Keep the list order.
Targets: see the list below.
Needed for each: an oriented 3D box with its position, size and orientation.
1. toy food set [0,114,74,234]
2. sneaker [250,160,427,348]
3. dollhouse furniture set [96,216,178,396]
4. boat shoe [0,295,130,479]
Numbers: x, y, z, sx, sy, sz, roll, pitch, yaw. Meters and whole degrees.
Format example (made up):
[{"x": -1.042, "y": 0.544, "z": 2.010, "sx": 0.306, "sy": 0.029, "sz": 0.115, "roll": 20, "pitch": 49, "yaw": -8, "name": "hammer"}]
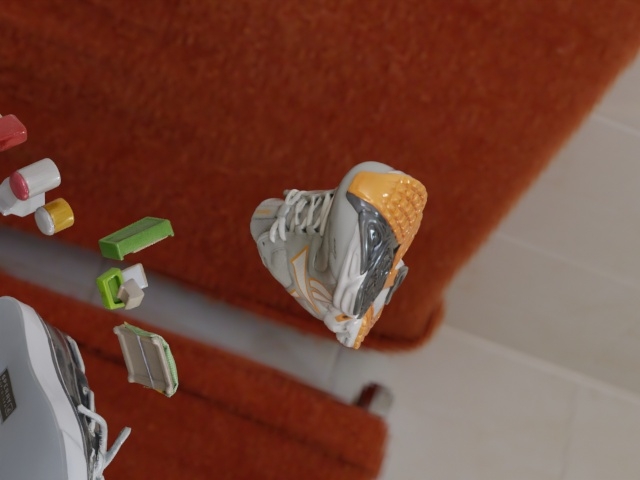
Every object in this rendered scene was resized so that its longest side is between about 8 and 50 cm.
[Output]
[{"x": -0.425, "y": -0.088, "z": 2.073, "sx": 0.104, "sy": 0.232, "sz": 0.111, "roll": -27, "pitch": 146, "yaw": -30, "name": "toy food set"}, {"x": 0.000, "y": 0.000, "z": 1.188, "sx": 0.099, "sy": 0.121, "sz": 0.262, "roll": -56, "pitch": 172, "yaw": -19, "name": "sneaker"}, {"x": -0.151, "y": 0.059, "z": 1.445, "sx": 0.076, "sy": 0.059, "sz": 0.151, "roll": 8, "pitch": -62, "yaw": 52, "name": "dollhouse furniture set"}, {"x": -0.224, "y": 0.174, "z": 1.342, "sx": 0.113, "sy": 0.105, "sz": 0.306, "roll": -48, "pitch": -142, "yaw": 13, "name": "boat shoe"}]
